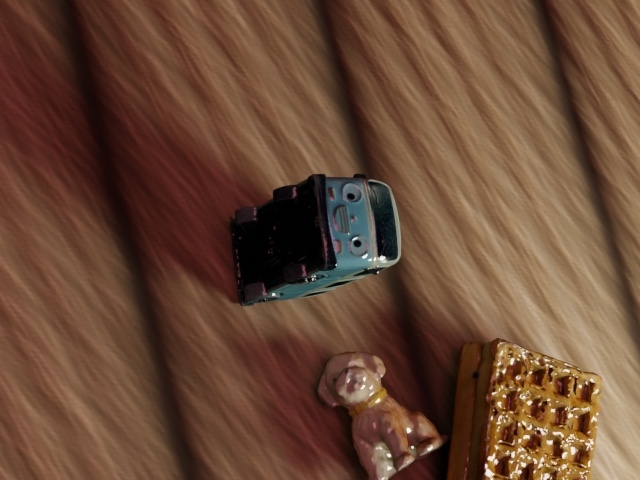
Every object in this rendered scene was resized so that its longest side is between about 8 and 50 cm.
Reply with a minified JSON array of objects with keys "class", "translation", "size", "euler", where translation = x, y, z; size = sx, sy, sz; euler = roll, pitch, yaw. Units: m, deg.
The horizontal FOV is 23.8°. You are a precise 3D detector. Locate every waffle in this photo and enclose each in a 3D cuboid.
[{"class":"waffle","translation":[0.284,0.311,2.140],"size":[0.213,0.091,0.308],"euler":[20,70,-29]}]

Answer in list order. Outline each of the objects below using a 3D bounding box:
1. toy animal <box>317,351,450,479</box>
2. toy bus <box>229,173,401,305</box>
[{"class":"toy animal","translation":[0.087,0.231,2.108],"size":[0.185,0.104,0.184],"euler":[51,29,14]},{"class":"toy bus","translation":[0.000,0.000,2.010],"size":[0.164,0.271,0.133],"euler":[-2,79,-27]}]
